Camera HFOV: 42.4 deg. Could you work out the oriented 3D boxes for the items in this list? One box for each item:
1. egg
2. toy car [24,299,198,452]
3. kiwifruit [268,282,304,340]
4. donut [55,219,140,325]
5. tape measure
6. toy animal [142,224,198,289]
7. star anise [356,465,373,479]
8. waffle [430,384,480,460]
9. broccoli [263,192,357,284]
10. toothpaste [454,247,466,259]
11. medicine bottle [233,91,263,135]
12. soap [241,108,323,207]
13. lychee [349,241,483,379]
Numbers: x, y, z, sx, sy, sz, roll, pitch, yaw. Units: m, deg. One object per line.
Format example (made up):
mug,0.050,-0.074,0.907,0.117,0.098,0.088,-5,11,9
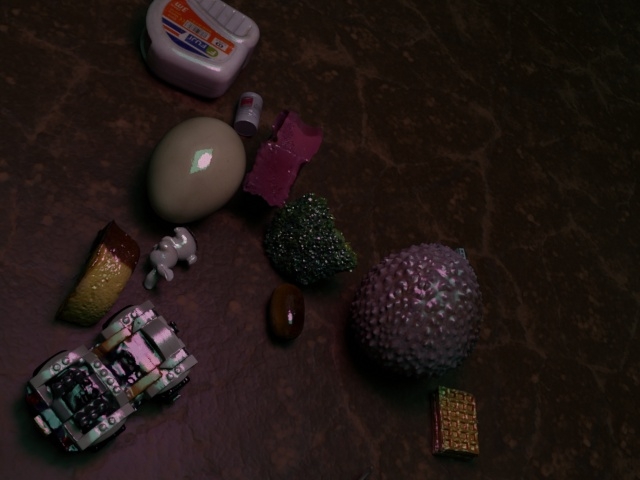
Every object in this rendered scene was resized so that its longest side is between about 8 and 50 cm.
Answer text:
egg,-0.260,-0.144,1.706,0.188,0.188,0.253,35,55,-6
toy car,-0.369,0.246,1.463,0.301,0.118,0.193,-35,85,-38
kiwifruit,-0.070,0.148,1.714,0.075,0.075,0.124,10,62,-24
donut,-0.404,0.060,1.550,0.085,0.141,0.217,33,55,-18
tape measure,-0.292,-0.472,1.928,0.258,0.130,0.265,32,57,-6
toy animal,-0.306,0.031,1.654,0.124,0.071,0.085,-35,101,-47
star anise,0.008,0.521,1.527,0.218,0.148,0.227,-12,34,0
waffle,0.290,0.395,1.785,0.102,0.042,0.148,15,56,-19
broccoli,0.000,0.000,1.801,0.220,0.194,0.194,35,47,25
toothpaste,0.350,0.059,2.037,0.020,0.017,0.083,6,60,-25
medicine bottle,-0.169,-0.296,1.932,0.058,0.058,0.091,19,54,-18
soap,-0.079,-0.191,1.834,0.112,0.182,0.289,31,14,-6
lychee,0.210,0.150,1.743,0.300,0.300,0.300,14,56,-22
